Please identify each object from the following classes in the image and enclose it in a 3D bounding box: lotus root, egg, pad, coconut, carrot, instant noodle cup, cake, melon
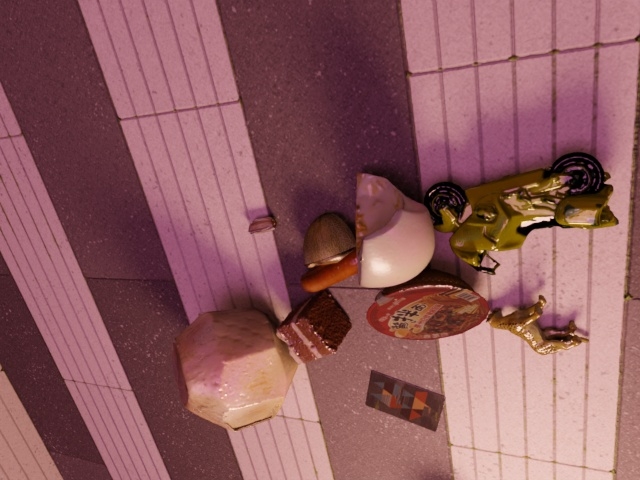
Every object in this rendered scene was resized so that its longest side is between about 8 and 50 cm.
[{"bbox_3d":[-0.149,-0.040,1.261,0.083,0.030,0.038,-12,79,26],"label":"lotus root"},{"bbox_3d":[0.155,-0.011,1.020,0.161,0.271,0.207,0,121,3],"label":"egg"},{"bbox_3d":[0.233,0.449,1.354,0.211,0.003,0.143,15,121,17],"label":"pad"},{"bbox_3d":[-0.229,0.351,1.349,0.352,0.353,0.353,11,120,20],"label":"coconut"},{"bbox_3d":[0.044,0.071,1.207,0.225,0.067,0.067,-31,100,36],"label":"carrot"},{"bbox_3d":[0.238,0.132,1.101,0.273,0.091,0.274,2,146,1],"label":"instant noodle cup"},{"bbox_3d":[-0.022,0.233,1.288,0.147,0.134,0.135,-31,100,43],"label":"cake"},{"bbox_3d":[0.000,0.000,1.166,0.160,0.079,0.128,-22,79,46],"label":"melon"}]

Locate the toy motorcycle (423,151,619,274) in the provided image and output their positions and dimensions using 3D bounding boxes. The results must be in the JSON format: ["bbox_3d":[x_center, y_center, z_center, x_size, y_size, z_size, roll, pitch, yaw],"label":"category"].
[{"bbox_3d":[0.380,-0.042,0.947,0.342,0.142,0.206,-12,111,31],"label":"toy motorcycle"}]

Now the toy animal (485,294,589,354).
[{"bbox_3d":[0.482,0.204,1.080,0.181,0.073,0.136,35,134,-10],"label":"toy animal"}]
